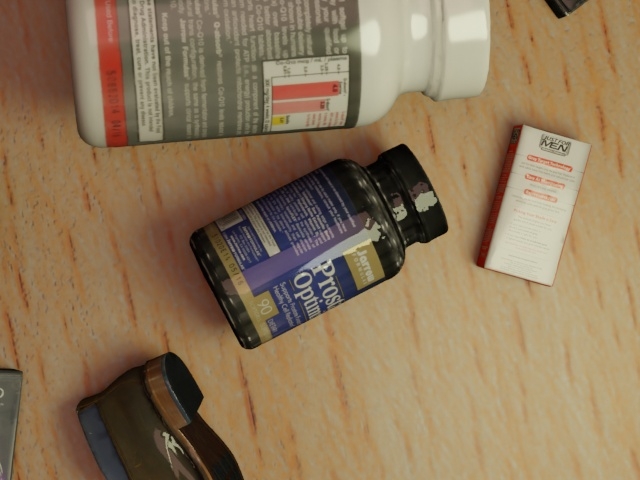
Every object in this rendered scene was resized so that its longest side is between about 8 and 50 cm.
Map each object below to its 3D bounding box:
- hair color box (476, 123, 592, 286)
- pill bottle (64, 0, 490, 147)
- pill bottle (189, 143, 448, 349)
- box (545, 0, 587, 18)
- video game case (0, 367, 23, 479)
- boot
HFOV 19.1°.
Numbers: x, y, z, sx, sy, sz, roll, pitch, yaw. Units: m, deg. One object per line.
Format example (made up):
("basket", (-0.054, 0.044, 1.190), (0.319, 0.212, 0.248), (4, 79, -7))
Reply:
("hair color box", (0.202, -0.033, 1.805), (0.072, 0.043, 0.141), (16, 91, -6))
("pill bottle", (-0.042, -0.198, 1.692), (0.363, 0.210, 0.210), (-5, 92, -6))
("pill bottle", (0.000, 0.000, 1.745), (0.219, 0.123, 0.122), (-27, 94, -4))
("box", (0.251, -0.339, 1.803), (0.191, 0.045, 0.184), (-36, 92, -4))
("video game case", (-0.370, 0.249, 1.709), (0.196, 0.026, 0.274), (6, 90, -39))
("boot", (-0.140, 0.218, 1.772), (0.106, 0.082, 0.219), (-21, 98, 17))
